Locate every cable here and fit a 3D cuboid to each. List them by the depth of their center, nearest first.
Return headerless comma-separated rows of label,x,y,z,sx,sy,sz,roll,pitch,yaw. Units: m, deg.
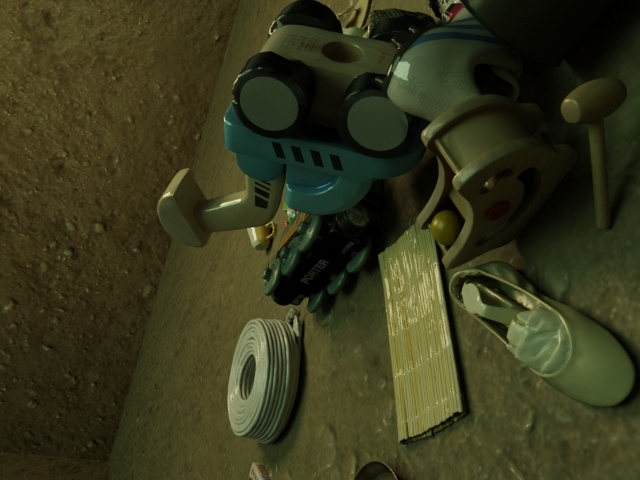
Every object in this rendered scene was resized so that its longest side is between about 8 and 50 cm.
cable,-0.124,0.294,1.331,0.257,0.089,0.257,-53,32,44

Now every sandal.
sandal,0.029,-0.458,1.423,0.240,0.079,0.088,-62,26,30

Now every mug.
mug,-0.155,-0.013,1.632,0.078,0.062,0.064,121,145,-50

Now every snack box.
snack box,-0.114,0.518,1.265,0.178,0.022,0.064,18,92,68

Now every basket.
basket,0.277,-0.319,0.653,0.154,0.204,0.227,53,127,13

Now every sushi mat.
sushi mat,0.137,0.122,0.905,0.151,0.019,0.316,-49,34,46

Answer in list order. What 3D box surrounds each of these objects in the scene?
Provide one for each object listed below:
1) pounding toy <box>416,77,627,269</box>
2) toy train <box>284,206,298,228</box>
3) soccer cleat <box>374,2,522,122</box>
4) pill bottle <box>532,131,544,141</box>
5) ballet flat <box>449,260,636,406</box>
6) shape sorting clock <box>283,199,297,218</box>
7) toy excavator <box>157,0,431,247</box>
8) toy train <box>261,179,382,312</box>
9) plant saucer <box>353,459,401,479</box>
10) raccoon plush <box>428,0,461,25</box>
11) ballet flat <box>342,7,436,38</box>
pounding toy,0.193,-0.048,0.654,0.154,0.154,0.269,63,154,28
toy train,-0.069,0.006,1.382,0.125,0.046,0.166,21,114,60
soccer cleat,0.195,-0.224,0.781,0.331,0.143,0.116,-44,-15,-42
pill bottle,0.233,-0.104,0.775,0.083,0.043,0.043,143,136,-58
ballet flat,0.213,0.090,0.660,0.086,0.086,0.248,-71,23,13
shape sorting clock,-0.029,-0.132,1.420,0.206,0.040,0.206,-37,47,51
toy excavator,-0.061,-0.128,0.997,0.222,0.433,0.445,-72,-8,-45
toy train,0.000,0.000,1.170,0.334,0.142,0.190,-49,23,50
plant saucer,0.083,0.392,0.863,0.168,0.029,0.168,-44,39,52
raccoon plush,0.102,-0.530,1.002,0.216,0.299,0.446,-63,26,28
ballet flat,0.032,-0.326,1.204,0.483,0.182,0.163,168,113,-66
